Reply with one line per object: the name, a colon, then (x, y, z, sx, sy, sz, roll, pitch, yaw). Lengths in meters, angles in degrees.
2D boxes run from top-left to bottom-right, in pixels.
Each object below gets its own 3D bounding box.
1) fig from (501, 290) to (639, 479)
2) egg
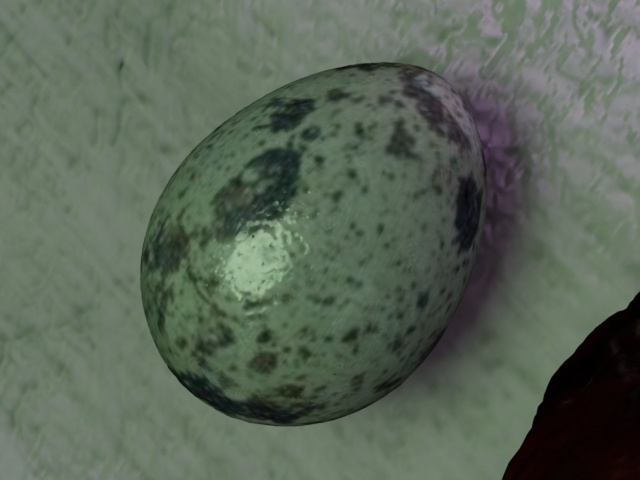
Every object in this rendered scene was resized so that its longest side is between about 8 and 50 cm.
fig: (0.156, 0.125, 0.651, 0.224, 0.224, 0.263, 4, 99, 37)
egg: (0.000, 0.000, 0.815, 0.172, 0.132, 0.132, -50, 62, 16)
